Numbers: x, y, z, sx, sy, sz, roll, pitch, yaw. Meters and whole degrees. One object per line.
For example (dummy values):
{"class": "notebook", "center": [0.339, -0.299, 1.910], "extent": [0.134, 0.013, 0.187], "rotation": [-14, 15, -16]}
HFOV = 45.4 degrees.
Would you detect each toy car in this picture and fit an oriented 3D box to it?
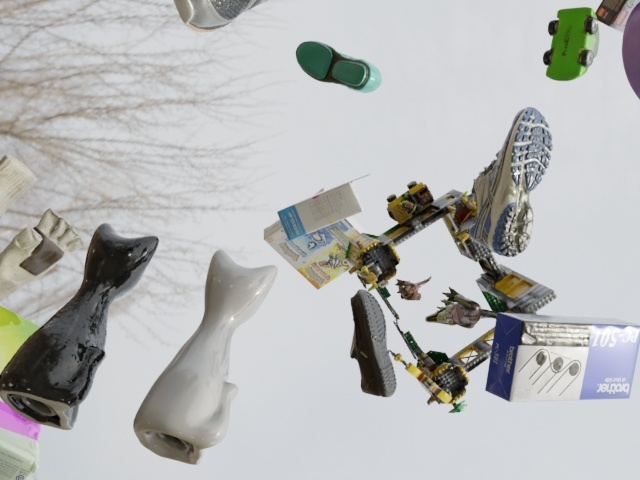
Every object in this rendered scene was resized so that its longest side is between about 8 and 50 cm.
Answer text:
{"class": "toy car", "center": [0.342, -0.313, 1.004], "extent": [0.239, 0.053, 0.224], "rotation": [10, -91, 42]}

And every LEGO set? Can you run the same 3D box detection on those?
{"class": "LEGO set", "center": [0.199, 0.086, 1.048], "extent": [0.331, 0.255, 0.192], "rotation": [67, -7, -15]}

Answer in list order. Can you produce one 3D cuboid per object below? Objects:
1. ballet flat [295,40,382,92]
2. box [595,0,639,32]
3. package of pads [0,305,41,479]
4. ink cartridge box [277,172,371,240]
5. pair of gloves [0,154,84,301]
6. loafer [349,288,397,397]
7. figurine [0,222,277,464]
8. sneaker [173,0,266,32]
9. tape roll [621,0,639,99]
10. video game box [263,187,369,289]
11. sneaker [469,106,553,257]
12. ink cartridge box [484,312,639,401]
{"class": "ballet flat", "center": [0.044, -0.386, 1.736], "extent": [0.247, 0.087, 0.083], "rotation": [33, -76, 40]}
{"class": "box", "center": [0.504, -0.411, 1.148], "extent": [0.036, 0.114, 0.207], "rotation": [47, -58, 36]}
{"class": "package of pads", "center": [-0.476, 0.176, 0.986], "extent": [0.229, 0.101, 0.296], "rotation": [35, 12, -28]}
{"class": "ink cartridge box", "center": [0.020, -0.063, 1.410], "extent": [0.104, 0.181, 0.061], "rotation": [-52, 119, -82]}
{"class": "pair of gloves", "center": [-0.478, 0.002, 1.136], "extent": [0.042, 0.204, 0.240], "rotation": [42, -16, 29]}
{"class": "loafer", "center": [0.087, 0.207, 1.526], "extent": [0.078, 0.080, 0.219], "rotation": [-17, -103, 29]}
{"class": "figurine", "center": [-0.162, 0.085, 0.736], "extent": [0.215, 0.209, 0.092], "rotation": [12, -33, 9]}
{"class": "sneaker", "center": [-0.037, -0.225, 0.583], "extent": [0.083, 0.215, 0.084], "rotation": [6, -50, 32]}
{"class": "tape roll", "center": [0.538, -0.279, 1.111], "extent": [0.080, 0.189, 0.188], "rotation": [-1, -67, 68]}
{"class": "video game box", "center": [0.000, 0.000, 1.808], "extent": [0.187, 0.048, 0.205], "rotation": [-34, -61, 23]}
{"class": "sneaker", "center": [0.163, -0.056, 0.690], "extent": [0.058, 0.052, 0.135], "rotation": [15, -90, 53]}
{"class": "ink cartridge box", "center": [0.299, 0.142, 0.931], "extent": [0.046, 0.207, 0.097], "rotation": [16, -80, 60]}
